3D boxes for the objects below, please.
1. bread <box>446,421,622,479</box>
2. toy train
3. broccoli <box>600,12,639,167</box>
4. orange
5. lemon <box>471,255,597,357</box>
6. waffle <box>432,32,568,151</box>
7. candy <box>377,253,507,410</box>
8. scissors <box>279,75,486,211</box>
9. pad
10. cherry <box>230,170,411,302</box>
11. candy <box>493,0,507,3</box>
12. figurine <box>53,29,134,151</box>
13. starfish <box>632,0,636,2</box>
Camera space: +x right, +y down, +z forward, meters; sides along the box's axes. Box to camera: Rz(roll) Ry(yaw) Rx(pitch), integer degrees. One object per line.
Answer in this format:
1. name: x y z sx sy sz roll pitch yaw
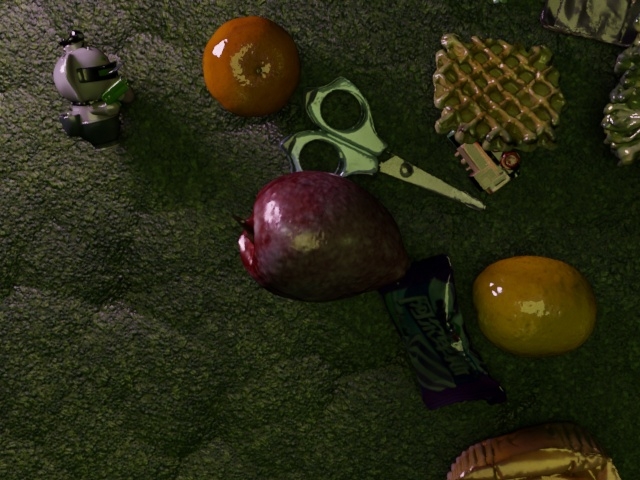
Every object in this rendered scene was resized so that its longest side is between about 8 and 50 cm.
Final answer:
1. bread: 0.356 0.422 1.379 0.288 0.156 0.204 -20 88 7
2. toy train: 0.266 -0.147 1.358 0.087 0.050 0.138 -37 94 9
3. broccoli: 0.608 -0.216 1.259 0.334 0.272 0.324 18 137 -7
4. orange: -0.111 -0.275 1.312 0.159 0.136 0.158 -4 105 -15
5. lemon: 0.346 0.107 1.331 0.207 0.170 0.170 4 97 1
6. waffle: 0.285 -0.227 1.312 0.224 0.054 0.204 6 65 -6
7. candy: 0.199 0.164 1.386 0.145 0.070 0.275 -20 97 25
8. scissors: 0.114 -0.129 1.376 0.360 0.029 0.191 25 96 -1
9. pad: 0.461 -0.438 1.329 0.174 0.022 0.233 12 96 1
10. cherry: 0.000 0.000 1.299 0.300 0.230 0.203 13 62 -11
11. candy: 0.291 -0.597 1.286 0.119 0.119 0.439 -2 104 2
12. figurine: -0.369 -0.243 1.332 0.126 0.147 0.192 -18 109 -10
13. starfish: 0.484 -0.426 1.311 0.086 0.016 0.092 39 101 -3
